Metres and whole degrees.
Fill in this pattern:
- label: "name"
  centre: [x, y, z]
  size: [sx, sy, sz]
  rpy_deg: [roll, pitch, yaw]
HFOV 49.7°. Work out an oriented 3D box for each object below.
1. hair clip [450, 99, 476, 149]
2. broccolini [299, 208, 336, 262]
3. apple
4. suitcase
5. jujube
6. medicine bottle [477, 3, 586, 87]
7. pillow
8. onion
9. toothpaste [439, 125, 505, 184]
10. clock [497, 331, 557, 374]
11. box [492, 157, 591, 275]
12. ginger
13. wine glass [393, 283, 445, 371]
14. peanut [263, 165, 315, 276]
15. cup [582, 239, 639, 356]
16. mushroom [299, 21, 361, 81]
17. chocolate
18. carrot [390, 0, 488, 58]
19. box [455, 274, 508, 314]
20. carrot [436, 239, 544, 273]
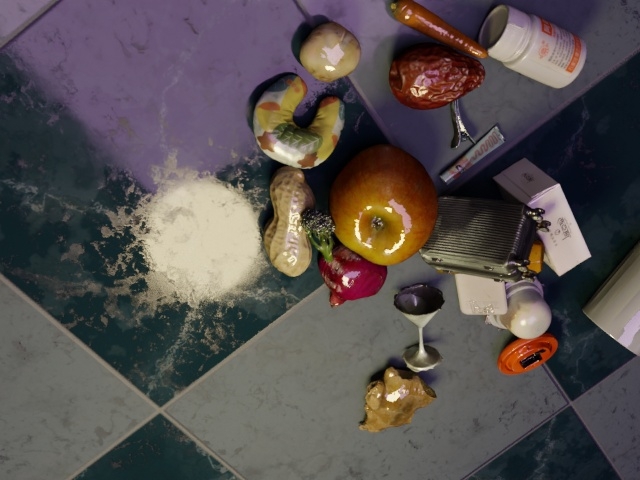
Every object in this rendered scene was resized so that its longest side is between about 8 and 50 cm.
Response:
- label: "hair clip"
  centre: [0.366, -0.355, 1.824]
  size: [0.070, 0.039, 0.230]
  rpy_deg: [-15, 117, -6]
- label: "broccolini"
  centre: [0.002, -0.015, 1.775]
  size: [0.091, 0.068, 0.203]
  rpy_deg: [-1, 152, 9]
- label: "apple"
  centre: [0.168, -0.082, 1.768]
  size: [0.301, 0.301, 0.302]
  rpy_deg: [-6, 116, -12]
- label: "suitcase"
  centre: [0.421, -0.008, 1.806]
  size: [0.128, 0.312, 0.202]
  rpy_deg: [41, 65, -49]
- label: "jujube"
  centre: [0.289, -0.408, 1.713]
  size: [0.236, 0.168, 0.168]
  rpy_deg: [-7, 117, -18]
- label: "medicine bottle"
  centre: [0.534, -0.490, 1.746]
  size: [0.251, 0.144, 0.145]
  rpy_deg: [14, 111, -21]
- label: "pillow"
  centre: [-0.057, -0.291, 1.715]
  size: [0.233, 0.086, 0.214]
  rpy_deg: [26, 87, -22]
- label: "onion"
  centre: [0.079, 0.111, 1.924]
  size: [0.195, 0.140, 0.218]
  rpy_deg: [14, 114, -28]
- label: "toothpaste"
  centre: [0.418, -0.230, 1.902]
  size: [0.205, 0.036, 0.056]
  rpy_deg: [-40, 117, 1]
- label: "clock"
  centre: [0.664, 0.366, 2.211]
  size: [0.205, 0.051, 0.205]
  rpy_deg: [-12, 140, -11]
- label: "box"
  centre: [0.621, -0.068, 1.937]
  size: [0.116, 0.203, 0.274]
  rpy_deg: [-33, 118, 4]
- label: "ginger"
  centre: [0.214, 0.513, 2.151]
  size: [0.218, 0.123, 0.270]
  rpy_deg: [38, 101, -30]
- label: "wine glass"
  centre: [0.297, 0.265, 2.048]
  size: [0.156, 0.156, 0.232]
  rpy_deg: [-13, 121, -9]
- label: "peanut"
  centre: [-0.083, -0.051, 1.805]
  size: [0.136, 0.120, 0.299]
  rpy_deg: [7, 111, 7]
- label: "cup"
  centre: [1.035, 0.173, 2.168]
  size: [0.327, 0.237, 0.322]
  rpy_deg: [-54, 145, 13]
- label: "mushroom"
  centre: [0.023, -0.447, 1.645]
  size: [0.147, 0.112, 0.148]
  rpy_deg: [-5, 116, -10]
- label: "chocolate"
  centre: [0.621, 0.225, 2.112]
  size: [0.221, 0.147, 0.222]
  rpy_deg: [-5, 118, -9]
- label: "carrot"
  centre: [0.291, -0.518, 1.694]
  size: [0.271, 0.066, 0.062]
  rpy_deg: [26, 68, -13]
- label: "box"
  centre: [0.467, 0.098, 2.034]
  size: [0.142, 0.044, 0.285]
  rpy_deg: [-2, 119, 24]
- label: "carrot"
  centre: [0.459, 0.043, 1.908]
  size: [0.301, 0.114, 0.114]
  rpy_deg: [-1, 122, 26]
